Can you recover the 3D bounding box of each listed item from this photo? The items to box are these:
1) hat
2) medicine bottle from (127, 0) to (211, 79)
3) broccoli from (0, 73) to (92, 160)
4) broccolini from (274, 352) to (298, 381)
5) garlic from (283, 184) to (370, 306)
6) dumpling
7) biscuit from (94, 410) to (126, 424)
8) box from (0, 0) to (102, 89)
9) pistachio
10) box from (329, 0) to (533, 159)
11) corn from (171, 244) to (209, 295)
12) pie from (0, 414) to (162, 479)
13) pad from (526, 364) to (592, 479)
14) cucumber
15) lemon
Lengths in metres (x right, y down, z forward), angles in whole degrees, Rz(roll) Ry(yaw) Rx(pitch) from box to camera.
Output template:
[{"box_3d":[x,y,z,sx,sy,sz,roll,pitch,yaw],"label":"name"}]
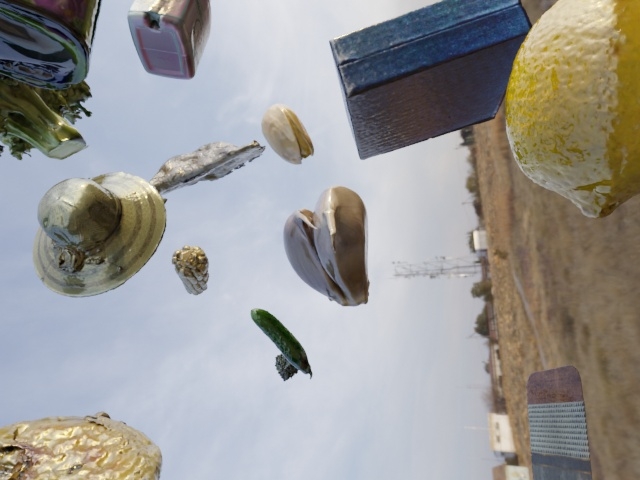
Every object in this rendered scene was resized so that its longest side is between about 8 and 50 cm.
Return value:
[{"box_3d":[-0.392,-0.040,0.711,0.110,0.251,0.252,69,-157,-62],"label":"hat"},{"box_3d":[-0.241,-0.381,0.728,0.119,0.094,0.188,99,179,-62],"label":"medicine bottle"},{"box_3d":[-0.734,-0.321,1.035,0.318,0.277,0.338,50,-173,30],"label":"broccoli"},{"box_3d":[-0.095,0.371,1.309,0.074,0.078,0.392,56,168,10],"label":"broccolini"},{"box_3d":[0.000,0.000,1.038,0.340,0.231,0.246,61,-148,-58],"label":"garlic"},{"box_3d":[-0.288,-0.197,1.093,0.166,0.331,0.086,-58,-49,-79],"label":"dumpling"},{"box_3d":[-0.561,0.494,1.023,0.225,0.036,0.166,31,-119,-56],"label":"biscuit"},{"box_3d":[-0.252,-0.309,0.385,0.134,0.097,0.346,10,-113,-30],"label":"box"},{"box_3d":[-0.100,-0.309,1.250,0.201,0.117,0.145,60,171,26],"label":"pistachio"},{"box_3d":[0.176,-0.271,0.745,0.261,0.278,0.117,51,-156,-74],"label":"box"},{"box_3d":[-0.319,0.078,1.097,0.211,0.086,0.087,106,168,-67],"label":"corn"},{"box_3d":[-0.364,0.323,0.519,0.339,0.338,0.077,-44,-46,-63],"label":"pie"},{"box_3d":[0.374,0.309,0.649,0.323,0.055,0.250,60,-146,-62],"label":"pad"},{"box_3d":[-0.060,0.170,0.734,0.155,0.037,0.037,48,-154,1],"label":"cucumber"},{"box_3d":[0.288,-0.150,0.433,0.188,0.188,0.257,-9,-73,-68],"label":"lemon"}]
